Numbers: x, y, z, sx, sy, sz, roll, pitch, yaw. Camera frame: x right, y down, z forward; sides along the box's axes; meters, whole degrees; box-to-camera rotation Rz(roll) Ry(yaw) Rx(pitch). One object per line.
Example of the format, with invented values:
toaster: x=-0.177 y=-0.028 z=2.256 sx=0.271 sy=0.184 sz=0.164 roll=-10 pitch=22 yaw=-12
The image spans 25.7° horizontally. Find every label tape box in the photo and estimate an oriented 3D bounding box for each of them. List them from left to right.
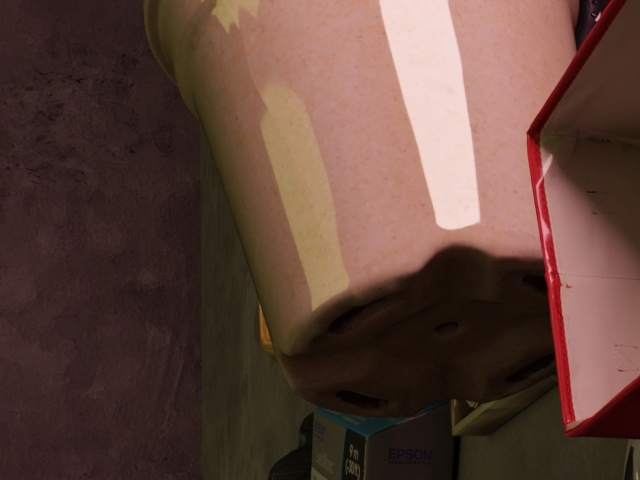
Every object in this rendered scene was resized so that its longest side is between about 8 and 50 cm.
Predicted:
label tape box: x=0.063 y=0.255 z=1.532 sx=0.240 sy=0.105 sz=0.334 roll=179 pitch=94 yaw=-77

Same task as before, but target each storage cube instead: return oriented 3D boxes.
storage cube: x=0.228 y=-0.016 z=0.664 sx=0.215 sy=0.193 sz=0.184 roll=117 pitch=154 yaw=-59

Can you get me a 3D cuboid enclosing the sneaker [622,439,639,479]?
sneaker: x=0.203 y=0.229 z=0.828 sx=0.210 sy=0.137 sz=0.366 roll=155 pitch=115 yaw=-73

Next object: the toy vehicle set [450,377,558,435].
toy vehicle set: x=0.171 y=0.063 z=1.258 sx=0.267 sy=0.035 sz=0.166 roll=121 pitch=151 yaw=-64

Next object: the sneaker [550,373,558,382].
sneaker: x=0.213 y=0.110 z=0.936 sx=0.192 sy=0.086 sz=0.064 roll=-127 pitch=42 yaw=-71

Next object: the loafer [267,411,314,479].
loafer: x=0.001 y=0.297 z=1.763 sx=0.267 sy=0.096 sz=0.084 roll=-53 pitch=-45 yaw=-69

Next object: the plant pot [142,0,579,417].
plant pot: x=0.060 y=-0.059 z=0.968 sx=0.334 sy=0.333 sz=0.305 roll=112 pitch=152 yaw=-55

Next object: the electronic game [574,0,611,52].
electronic game: x=0.210 y=-0.163 z=1.114 sx=0.229 sy=0.048 sz=0.229 roll=-168 pitch=90 yaw=-75

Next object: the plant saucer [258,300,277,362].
plant saucer: x=0.000 y=0.000 z=1.477 sx=0.332 sy=0.081 sz=0.333 roll=173 pitch=94 yaw=-70
